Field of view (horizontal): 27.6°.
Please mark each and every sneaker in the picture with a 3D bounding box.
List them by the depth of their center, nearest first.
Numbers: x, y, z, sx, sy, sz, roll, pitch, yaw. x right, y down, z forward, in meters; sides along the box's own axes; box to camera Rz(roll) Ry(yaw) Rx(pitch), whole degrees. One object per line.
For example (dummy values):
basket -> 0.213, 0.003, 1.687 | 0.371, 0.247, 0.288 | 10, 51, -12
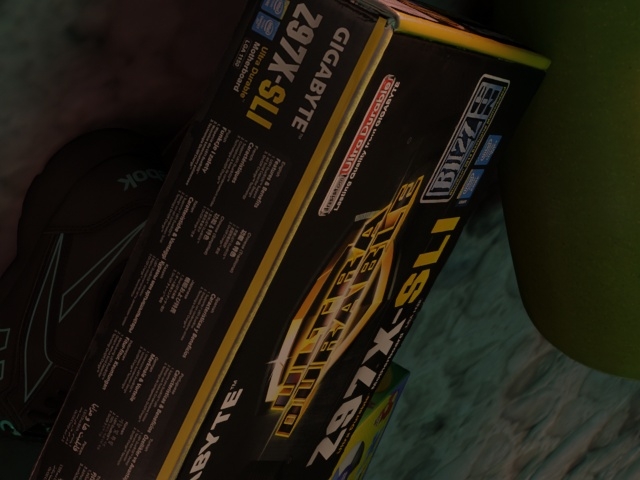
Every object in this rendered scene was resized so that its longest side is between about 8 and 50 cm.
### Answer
sneaker -> -0.151, 0.068, 0.753 | 0.101, 0.106, 0.267 | -1, 126, -48

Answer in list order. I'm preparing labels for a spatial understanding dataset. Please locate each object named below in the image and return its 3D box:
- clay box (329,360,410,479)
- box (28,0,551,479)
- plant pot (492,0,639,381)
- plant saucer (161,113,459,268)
clay box -> -0.015, 0.180, 0.981 | 0.222, 0.053, 0.127 | -38, 154, -57
box -> -0.010, 0.019, 0.719 | 0.322, 0.079, 0.257 | -63, 161, 14
plant pot -> 0.225, -0.103, 0.874 | 0.275, 0.275, 0.293 | -37, 128, -12
plant saucer -> 0.000, 0.000, 0.892 | 0.310, 0.050, 0.310 | -28, 143, -25
